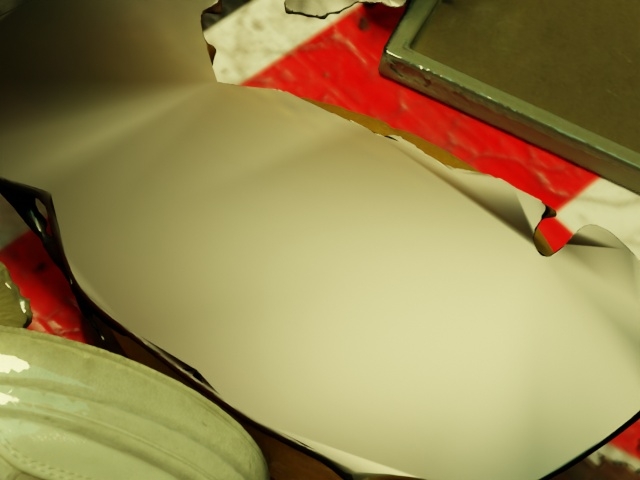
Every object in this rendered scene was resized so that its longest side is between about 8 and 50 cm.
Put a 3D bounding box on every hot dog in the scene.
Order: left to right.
[{"bbox_3d":[-0.003,0.005,0.826,0.194,0.107,0.326,-37,63,-12],"label":"hot dog"}]

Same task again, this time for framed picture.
[{"bbox_3d":[0.195,-0.154,1.013,0.232,0.024,0.315,26,58,8],"label":"framed picture"}]

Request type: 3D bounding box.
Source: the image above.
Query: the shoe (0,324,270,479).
[{"bbox_3d":[-0.184,0.120,0.724,0.316,0.124,0.159,7,56,3],"label":"shoe"}]

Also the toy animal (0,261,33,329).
[{"bbox_3d":[-0.223,-0.031,0.801,0.186,0.214,0.094,14,41,37],"label":"toy animal"}]
